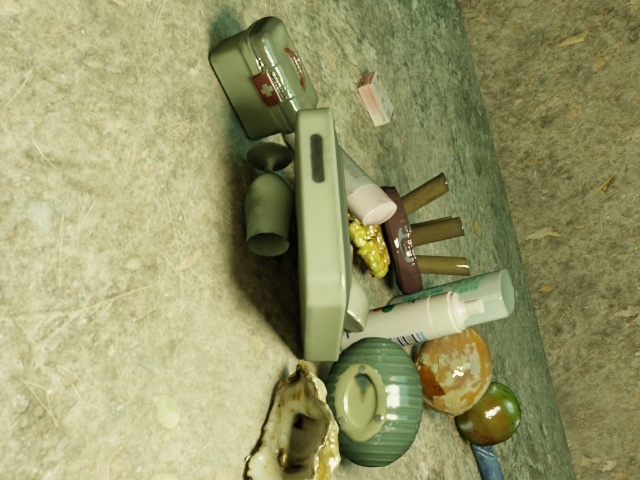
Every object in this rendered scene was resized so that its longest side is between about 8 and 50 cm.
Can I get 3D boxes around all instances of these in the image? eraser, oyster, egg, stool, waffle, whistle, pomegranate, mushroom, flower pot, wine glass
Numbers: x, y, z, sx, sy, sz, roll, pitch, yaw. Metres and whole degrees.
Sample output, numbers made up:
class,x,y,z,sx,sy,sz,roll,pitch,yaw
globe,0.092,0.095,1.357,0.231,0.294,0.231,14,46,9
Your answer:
class,x,y,z,sx,sy,sz,roll,pitch,yaw
eraser,0.309,0.158,2.144,0.104,0.290,0.189,71,21,-6
oyster,-0.034,0.333,1.470,0.110,0.166,0.341,54,13,-22
egg,0.323,0.311,2.191,0.195,0.195,0.233,13,89,-64
stool,0.242,-0.017,2.164,0.272,0.178,0.272,-14,90,-87
waffle,0.088,-0.055,2.008,0.301,0.058,0.282,31,38,-74
whistle,0.492,0.696,2.506,0.062,0.062,0.304,-37,110,-65
pomegranate,0.431,0.440,2.412,0.224,0.181,0.181,51,25,0
mushroom,0.050,0.088,1.849,0.116,0.093,0.225,65,19,-46
flower pot,0.098,0.303,1.694,0.157,0.189,0.243,29,59,-68
wine glass,-0.094,-0.073,1.629,0.093,0.093,0.202,44,37,-49

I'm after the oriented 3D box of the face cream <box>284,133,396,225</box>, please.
class,x,y,z,sx,sy,sz,roll,pitch,yaw
face cream,0.038,-0.141,1.830,0.269,0.073,0.107,48,32,22

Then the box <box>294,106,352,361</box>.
class,x,y,z,sx,sy,sz,roll,pitch,yaw
box,0.000,0.000,1.611,0.373,0.090,0.367,92,-4,-66

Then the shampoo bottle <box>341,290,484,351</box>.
class,x,y,z,sx,sy,sz,roll,pitch,yaw
shampoo bottle,0.186,0.167,1.840,0.092,0.303,0.092,43,38,-48

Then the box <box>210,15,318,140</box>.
class,x,y,z,sx,sy,sz,roll,pitch,yaw
box,-0.104,-0.306,1.707,0.210,0.129,0.148,63,26,-24

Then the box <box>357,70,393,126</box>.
class,x,y,z,sx,sy,sz,roll,pitch,yaw
box,0.150,-0.384,2.434,0.125,0.043,0.089,62,26,-26

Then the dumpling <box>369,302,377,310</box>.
class,x,y,z,sx,sy,sz,roll,pitch,yaw
dumpling,0.106,0.173,1.994,0.059,0.043,0.077,-50,127,-37
